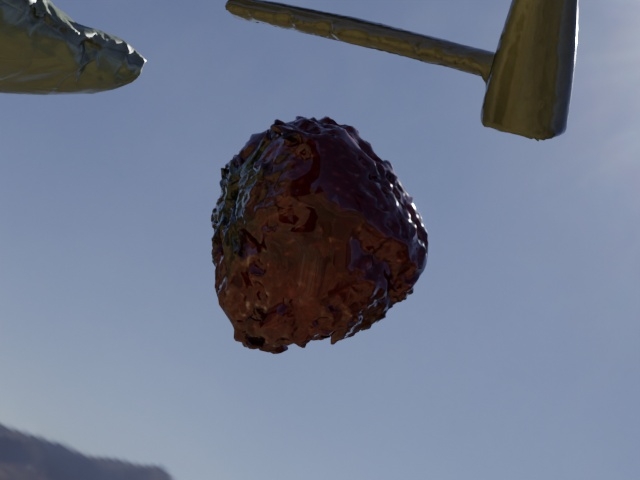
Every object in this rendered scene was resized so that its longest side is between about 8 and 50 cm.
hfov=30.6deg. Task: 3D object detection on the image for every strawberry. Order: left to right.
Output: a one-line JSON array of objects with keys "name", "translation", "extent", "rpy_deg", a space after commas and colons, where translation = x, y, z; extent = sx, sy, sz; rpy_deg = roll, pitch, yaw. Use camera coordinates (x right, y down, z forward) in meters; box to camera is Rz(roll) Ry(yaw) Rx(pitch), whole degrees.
[{"name": "strawberry", "translation": [0.000, 0.000, 1.260], "extent": [0.220, 0.274, 0.274], "rpy_deg": [16, -12, -19]}]

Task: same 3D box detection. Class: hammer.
[{"name": "hammer", "translation": [0.018, -0.087, 0.434], "extent": [0.195, 0.028, 0.060], "rpy_deg": [25, -62, 49]}]

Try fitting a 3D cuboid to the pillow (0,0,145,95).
[{"name": "pillow", "translation": [-0.306, -0.167, 0.824], "extent": [0.280, 0.076, 0.274], "rpy_deg": [5, -7, 22]}]
